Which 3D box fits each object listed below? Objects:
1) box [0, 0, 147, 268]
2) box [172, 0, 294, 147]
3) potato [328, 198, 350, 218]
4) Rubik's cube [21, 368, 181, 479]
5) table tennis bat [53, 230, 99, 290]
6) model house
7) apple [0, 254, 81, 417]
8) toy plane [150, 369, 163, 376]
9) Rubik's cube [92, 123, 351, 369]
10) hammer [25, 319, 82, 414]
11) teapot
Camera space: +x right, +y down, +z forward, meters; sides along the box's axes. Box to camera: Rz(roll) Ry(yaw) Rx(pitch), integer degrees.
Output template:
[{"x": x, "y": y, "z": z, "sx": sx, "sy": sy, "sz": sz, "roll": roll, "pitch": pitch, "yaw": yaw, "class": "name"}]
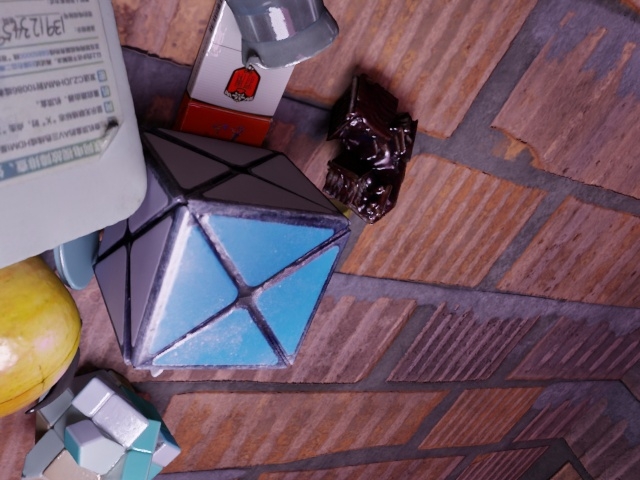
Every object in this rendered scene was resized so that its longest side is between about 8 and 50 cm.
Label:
[{"x": -0.367, "y": -0.155, "z": 0.600, "sx": 0.396, "sy": 0.111, "sz": 0.396, "roll": -29, "pitch": 120, "yaw": -48, "class": "box"}, {"x": -0.112, "y": -0.241, "z": 0.914, "sx": 0.139, "sy": 0.035, "sz": 0.245, "roll": 8, "pitch": 125, "yaw": -34, "class": "box"}, {"x": 0.000, "y": 0.000, "z": 1.165, "sx": 0.120, "sy": 0.081, "sz": 0.149, "roll": -2, "pitch": 130, "yaw": -25, "class": "potato"}, {"x": -0.408, "y": 0.367, "z": 1.156, "sx": 0.224, "sy": 0.265, "sz": 0.213, "roll": -43, "pitch": 141, "yaw": -9, "class": "Rubik's cube"}, {"x": -0.352, "y": -0.045, "z": 0.906, "sx": 0.038, "sy": 0.149, "sz": 0.237, "roll": 1, "pitch": 111, "yaw": 1, "class": "table tennis bat"}, {"x": 0.078, "y": -0.142, "z": 1.004, "sx": 0.141, "sy": 0.203, "sz": 0.164, "roll": 7, "pitch": 163, "yaw": 6, "class": "model house"}, {"x": -0.470, "y": 0.116, "z": 0.866, "sx": 0.233, "sy": 0.286, "sz": 0.285, "roll": -38, "pitch": 144, "yaw": -31, "class": "apple"}, {"x": -0.223, "y": 0.129, "z": 1.139, "sx": 0.252, "sy": 0.118, "sz": 0.252, "roll": -17, "pitch": 135, "yaw": -18, "class": "toy plane"}, {"x": -0.150, "y": 0.013, "z": 0.895, "sx": 0.260, "sy": 0.255, "sz": 0.259, "roll": 5, "pitch": 116, "yaw": -32, "class": "Rubik's cube"}, {"x": -0.601, "y": 0.165, "z": 0.977, "sx": 0.440, "sy": 0.168, "sz": 0.044, "roll": 14, "pitch": 154, "yaw": -27, "class": "hammer"}, {"x": -0.061, "y": -0.338, "z": 0.751, "sx": 0.203, "sy": 0.171, "sz": 0.225, "roll": -56, "pitch": 141, "yaw": -36, "class": "teapot"}]
